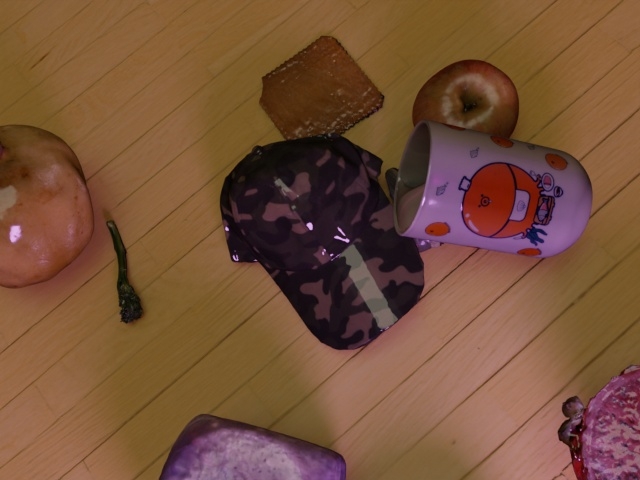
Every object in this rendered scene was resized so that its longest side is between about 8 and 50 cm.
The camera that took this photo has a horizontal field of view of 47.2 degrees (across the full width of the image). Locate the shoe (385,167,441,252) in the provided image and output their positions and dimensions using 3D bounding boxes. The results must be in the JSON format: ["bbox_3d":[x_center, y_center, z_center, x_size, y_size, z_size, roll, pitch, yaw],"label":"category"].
[{"bbox_3d":[0.170,-0.058,1.464,0.077,0.074,0.194,-31,71,4],"label":"shoe"}]

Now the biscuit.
[{"bbox_3d":[-0.009,-0.322,1.617,0.232,0.013,0.237,-35,68,-3],"label":"biscuit"}]

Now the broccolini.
[{"bbox_3d":[-0.418,0.060,1.544,0.051,0.054,0.239,-25,65,17],"label":"broccolini"}]

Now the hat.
[{"bbox_3d":[0.000,0.000,1.385,0.366,0.257,0.382,-40,51,10],"label":"hat"}]

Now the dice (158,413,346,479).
[{"bbox_3d":[-0.116,0.456,1.229,0.270,0.271,0.270,12,73,14],"label":"dice"}]

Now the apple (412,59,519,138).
[{"bbox_3d":[0.287,-0.252,1.460,0.209,0.164,0.210,-1,82,8],"label":"apple"}]

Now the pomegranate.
[{"bbox_3d":[-0.625,-0.072,1.489,0.332,0.332,0.333,-3,71,9],"label":"pomegranate"}]

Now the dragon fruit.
[{"bbox_3d":[0.550,0.373,1.145,0.296,0.263,0.314,-31,55,-1],"label":"dragon fruit"}]

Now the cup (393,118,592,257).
[{"bbox_3d":[0.314,-0.087,1.339,0.317,0.212,0.212,10,72,-9],"label":"cup"}]
